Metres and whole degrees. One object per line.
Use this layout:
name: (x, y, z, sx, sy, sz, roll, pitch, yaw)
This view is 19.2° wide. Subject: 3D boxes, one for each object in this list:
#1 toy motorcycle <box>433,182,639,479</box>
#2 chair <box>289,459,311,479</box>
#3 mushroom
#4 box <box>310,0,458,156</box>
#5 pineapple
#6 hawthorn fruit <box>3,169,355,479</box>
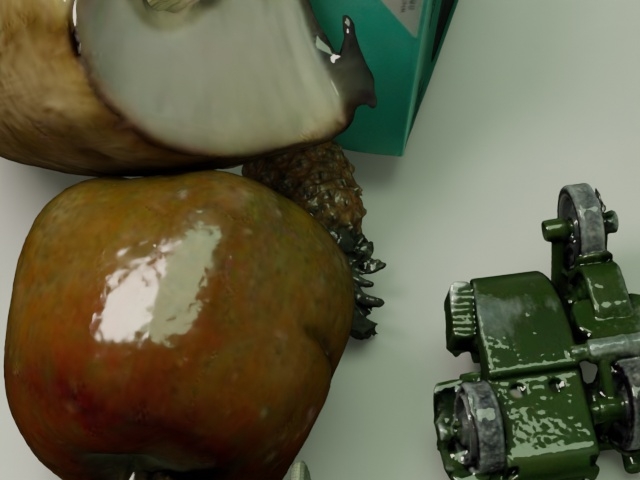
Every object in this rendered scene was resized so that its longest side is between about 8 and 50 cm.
toy motorcycle: (0.182, 0.093, 1.560, 0.205, 0.127, 0.275, -8, 59, -7)
chair: (-0.071, 0.329, 1.337, 0.186, 0.160, 0.319, -6, 54, -9)
mushroom: (-0.213, -0.134, 1.567, 0.397, 0.224, 0.313, -8, 11, 39)
box: (0.067, -0.249, 1.743, 0.118, 0.205, 0.311, 12, 42, 9)
pineapple: (0.000, 0.000, 1.639, 0.108, 0.108, 0.198, -15, 62, -13)
hawthorn fruit: (-0.118, 0.098, 1.460, 0.268, 0.268, 0.301, 12, 66, 7)
